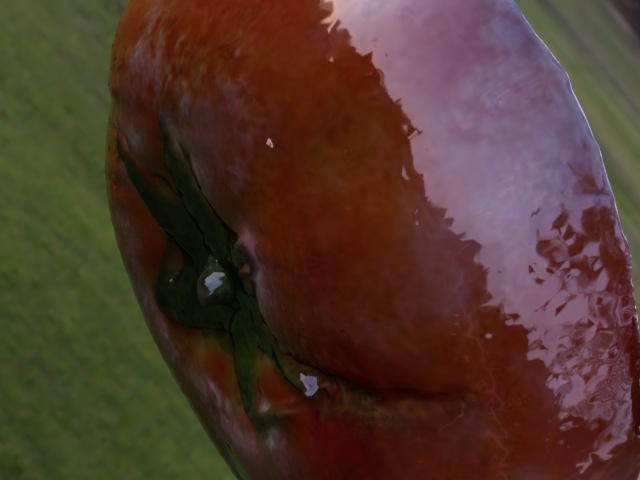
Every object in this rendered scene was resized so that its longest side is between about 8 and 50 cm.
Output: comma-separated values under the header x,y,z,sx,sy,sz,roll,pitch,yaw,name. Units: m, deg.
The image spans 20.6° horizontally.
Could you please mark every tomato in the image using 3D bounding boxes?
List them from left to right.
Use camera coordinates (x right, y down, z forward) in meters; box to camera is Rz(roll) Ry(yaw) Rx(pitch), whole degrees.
x,y,z,sx,sy,sz,roll,pitch,yaw,name
-0.002,0.002,0.515,0.225,0.085,0.225,51,-25,35,tomato
